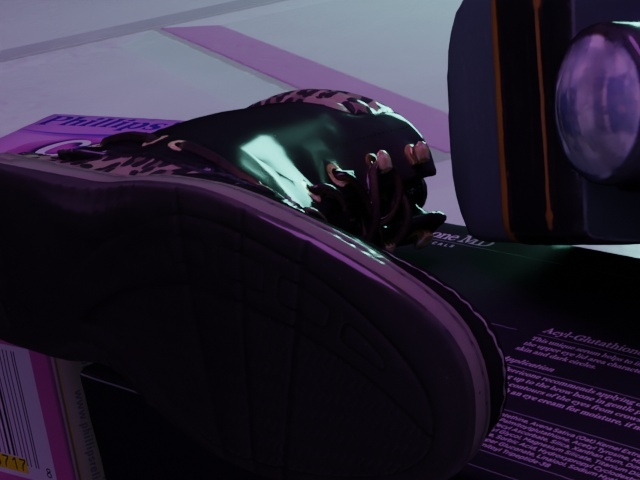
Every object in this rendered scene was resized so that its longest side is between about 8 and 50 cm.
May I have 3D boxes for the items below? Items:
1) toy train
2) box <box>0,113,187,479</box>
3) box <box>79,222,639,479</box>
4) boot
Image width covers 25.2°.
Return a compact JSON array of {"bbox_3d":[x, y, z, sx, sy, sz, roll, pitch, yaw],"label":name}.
[{"bbox_3d":[0.210,-0.058,0.549,0.334,0.142,0.190,-7,5,-26],"label":"toy train"},{"bbox_3d":[-0.119,0.032,0.688,0.213,0.117,0.243,6,24,33],"label":"box"},{"bbox_3d":[0.071,0.080,0.511,0.261,0.103,0.184,12,30,44],"label":"box"},{"bbox_3d":[-0.001,-0.002,0.500,0.236,0.085,0.179,16,25,39],"label":"boot"}]
